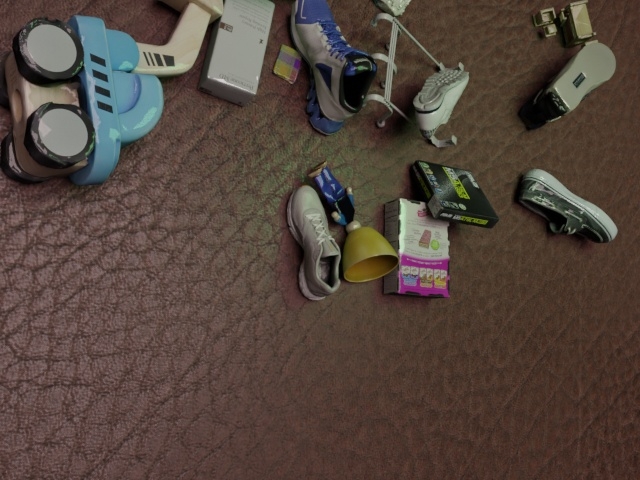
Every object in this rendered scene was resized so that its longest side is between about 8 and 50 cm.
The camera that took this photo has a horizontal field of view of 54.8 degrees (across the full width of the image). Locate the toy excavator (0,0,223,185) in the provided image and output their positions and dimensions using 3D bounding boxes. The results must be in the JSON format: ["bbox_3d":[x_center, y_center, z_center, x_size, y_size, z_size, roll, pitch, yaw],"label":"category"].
[{"bbox_3d":[-0.383,-0.326,1.204,0.444,0.222,0.434,-7,88,-41],"label":"toy excavator"}]

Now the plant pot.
[{"bbox_3d":[0.107,0.025,1.447,0.134,0.134,0.095,0,59,-28],"label":"plant pot"}]

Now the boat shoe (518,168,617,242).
[{"bbox_3d":[0.702,-0.070,1.785,0.335,0.121,0.119,32,77,-9],"label":"boat shoe"}]

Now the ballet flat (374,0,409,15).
[{"bbox_3d":[0.215,-0.799,1.609,0.146,0.147,0.410,12,78,-26],"label":"ballet flat"}]

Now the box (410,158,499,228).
[{"bbox_3d":[0.339,-0.119,1.571,0.184,0.045,0.191,7,43,-25],"label":"box"}]

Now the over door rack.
[{"bbox_3d":[0.227,-0.395,1.583,0.324,0.108,0.240,18,75,-40],"label":"over door rack"}]

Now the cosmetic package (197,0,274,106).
[{"bbox_3d":[-0.186,-0.431,1.370,0.117,0.085,0.231,15,75,-25],"label":"cosmetic package"}]

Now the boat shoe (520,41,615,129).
[{"bbox_3d":[0.720,-0.454,1.814,0.340,0.158,0.127,-38,93,-28],"label":"boat shoe"}]

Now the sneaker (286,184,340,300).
[{"bbox_3d":[0.000,0.000,1.385,0.099,0.121,0.263,-9,86,-28],"label":"sneaker"}]

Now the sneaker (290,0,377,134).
[{"bbox_3d":[0.046,-0.421,1.430,0.127,0.182,0.316,-11,89,-36],"label":"sneaker"}]

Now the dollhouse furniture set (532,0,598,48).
[{"bbox_3d":[0.749,-0.621,1.909,0.160,0.101,0.182,-14,90,-4],"label":"dollhouse furniture set"}]

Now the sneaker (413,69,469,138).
[{"bbox_3d":[0.299,-0.346,1.528,0.235,0.090,0.095,-46,134,-35],"label":"sneaker"}]

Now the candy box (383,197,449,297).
[{"bbox_3d":[0.240,0.023,1.537,0.159,0.071,0.234,8,80,-28],"label":"candy box"}]

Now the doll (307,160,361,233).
[{"bbox_3d":[0.044,-0.095,1.456,0.189,0.046,0.129,58,35,-16],"label":"doll"}]

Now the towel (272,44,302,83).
[{"bbox_3d":[-0.078,-0.419,1.467,0.060,0.009,0.083,21,73,-23],"label":"towel"}]
